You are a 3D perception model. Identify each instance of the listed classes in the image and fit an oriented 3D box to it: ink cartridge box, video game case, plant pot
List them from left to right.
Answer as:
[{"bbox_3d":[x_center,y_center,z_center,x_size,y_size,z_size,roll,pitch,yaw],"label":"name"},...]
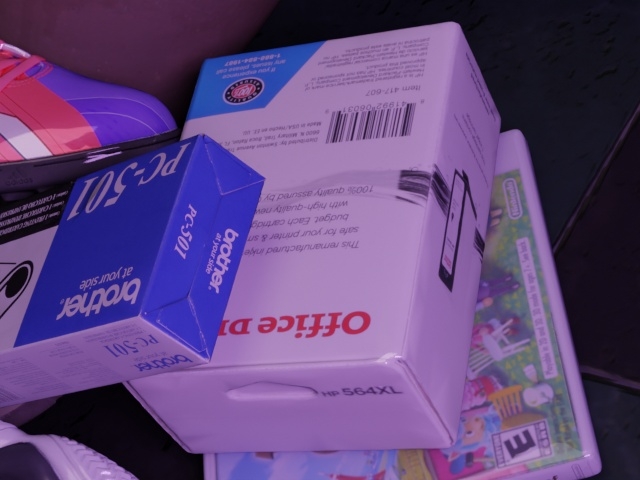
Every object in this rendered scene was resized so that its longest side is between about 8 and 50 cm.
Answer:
[{"bbox_3d":[-0.121,0.022,0.762,0.207,0.046,0.097,-15,49,43],"label":"ink cartridge box"},{"bbox_3d":[-0.104,-0.191,0.908,0.263,0.229,0.263,18,33,-12],"label":"plant pot"},{"bbox_3d":[0.000,0.000,0.794,0.148,0.086,0.203,-4,53,24],"label":"ink cartridge box"},{"bbox_3d":[0.029,0.050,0.815,0.193,0.023,0.212,-17,49,12],"label":"video game case"}]

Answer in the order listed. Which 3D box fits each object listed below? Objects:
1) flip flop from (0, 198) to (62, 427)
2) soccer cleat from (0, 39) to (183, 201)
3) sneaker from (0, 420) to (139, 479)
[{"bbox_3d":[-0.213,0.007,0.924,0.112,0.080,0.277,-26,47,5],"label":"flip flop"},{"bbox_3d":[-0.227,-0.082,0.870,0.318,0.108,0.116,2,99,21],"label":"soccer cleat"},{"bbox_3d":[-0.210,0.162,0.784,0.269,0.101,0.153,7,57,29],"label":"sneaker"}]
